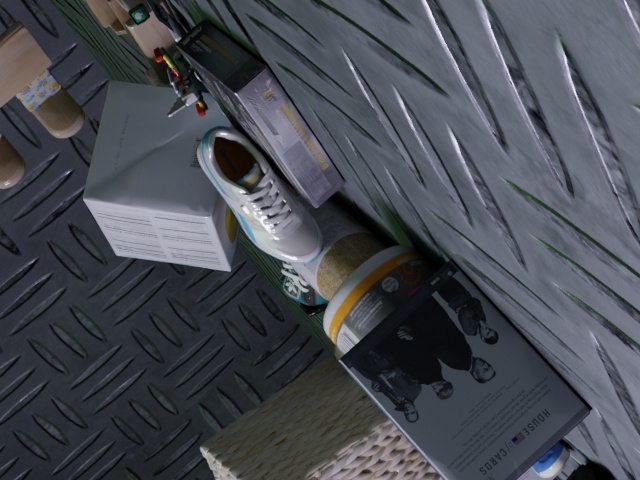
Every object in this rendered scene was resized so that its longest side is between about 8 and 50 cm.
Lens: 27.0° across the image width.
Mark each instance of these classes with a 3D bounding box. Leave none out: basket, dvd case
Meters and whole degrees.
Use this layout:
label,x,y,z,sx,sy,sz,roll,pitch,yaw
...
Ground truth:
label,x,y,z,sx,sy,sz,roll,pitch,yaw
basket,0.021,0.418,2.317,0.328,0.331,0.266,25,143,60
dvd case,0.165,0.169,1.544,0.238,0.179,0.029,48,178,11

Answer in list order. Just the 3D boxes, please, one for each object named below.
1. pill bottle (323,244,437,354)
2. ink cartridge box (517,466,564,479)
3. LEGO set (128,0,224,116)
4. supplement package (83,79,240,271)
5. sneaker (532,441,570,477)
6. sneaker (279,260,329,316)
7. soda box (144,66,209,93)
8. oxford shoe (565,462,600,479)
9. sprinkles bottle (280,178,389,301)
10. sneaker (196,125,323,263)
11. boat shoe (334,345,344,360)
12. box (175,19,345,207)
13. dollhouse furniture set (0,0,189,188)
label,x,y,z,sx,sy,sz,roll,pitch,yaw
pill bottle,0.146,0.150,1.658,0.278,0.162,0.162,45,173,23
ink cartridge box,0.253,0.309,2.025,0.176,0.127,0.128,51,174,-14
LEGO set,-0.204,-0.247,1.850,0.182,0.060,0.244,59,-173,11
supplement package,-0.229,-0.094,2.075,0.198,0.199,0.262,8,162,5
sneaker,0.294,0.281,1.886,0.084,0.058,0.152,41,-179,-9
sneaker,-0.017,0.050,2.356,0.108,0.121,0.302,45,172,31
soda box,-0.219,-0.238,2.280,0.183,0.063,0.058,47,174,24
oxford shoe,0.369,0.359,1.807,0.096,0.082,0.227,38,179,14
sprinkles bottle,0.000,0.000,1.939,0.355,0.121,0.121,41,170,49
sneaker,-0.083,-0.058,1.810,0.228,0.087,0.092,47,172,-2
boat shoe,0.078,0.169,2.331,0.302,0.113,0.103,-21,-70,-88
box,-0.080,-0.168,1.771,0.183,0.056,0.231,41,170,49
dollhouse furniture set,-0.434,-0.270,2.044,0.256,0.394,0.362,46,173,25
